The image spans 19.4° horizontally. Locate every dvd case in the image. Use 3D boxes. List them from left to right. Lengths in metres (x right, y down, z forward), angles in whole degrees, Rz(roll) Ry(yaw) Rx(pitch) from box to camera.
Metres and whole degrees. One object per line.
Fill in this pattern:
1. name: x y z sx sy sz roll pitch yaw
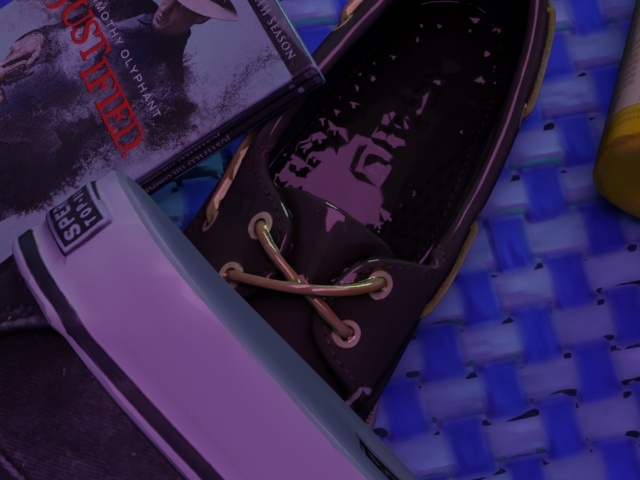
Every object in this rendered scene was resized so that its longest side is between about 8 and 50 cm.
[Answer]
1. dvd case: -0.067 -0.048 0.566 0.119 0.013 0.087 -31 59 5

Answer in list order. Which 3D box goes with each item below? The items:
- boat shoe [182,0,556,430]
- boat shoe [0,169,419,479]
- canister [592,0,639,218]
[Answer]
1. boat shoe: 0.000 0.000 0.555 0.081 0.069 0.228 28 67 6
2. boat shoe: 0.012 0.128 0.468 0.105 0.113 0.306 -42 100 2
3. canister: 0.163 -0.081 0.604 0.126 0.073 0.170 17 68 2
